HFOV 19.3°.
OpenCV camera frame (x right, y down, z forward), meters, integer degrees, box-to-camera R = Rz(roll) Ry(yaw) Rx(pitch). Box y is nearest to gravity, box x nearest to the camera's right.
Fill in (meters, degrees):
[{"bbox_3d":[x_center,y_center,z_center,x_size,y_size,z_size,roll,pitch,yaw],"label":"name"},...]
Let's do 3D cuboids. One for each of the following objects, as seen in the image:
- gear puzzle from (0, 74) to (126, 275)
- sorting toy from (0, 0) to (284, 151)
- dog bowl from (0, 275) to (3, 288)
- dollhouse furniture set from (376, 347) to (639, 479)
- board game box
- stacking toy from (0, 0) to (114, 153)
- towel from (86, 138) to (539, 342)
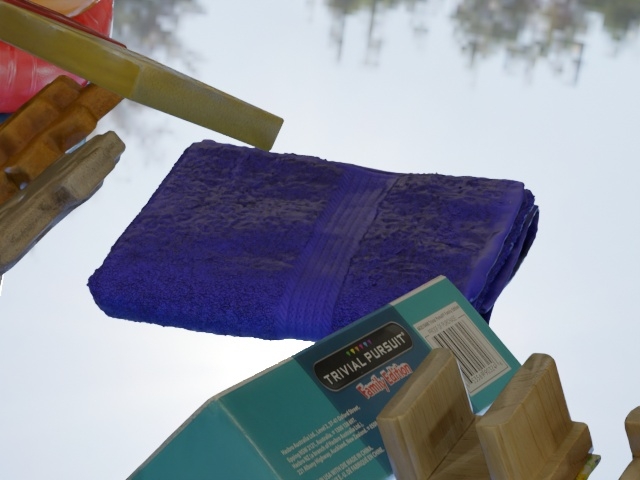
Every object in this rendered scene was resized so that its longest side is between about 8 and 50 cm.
[{"bbox_3d":[-0.149,0.018,0.592,0.044,0.175,0.339,51,-141,-10],"label":"gear puzzle"},{"bbox_3d":[-0.128,-0.089,0.351,0.275,0.046,0.132,21,-175,-30],"label":"sorting toy"},{"bbox_3d":[-0.282,-0.028,1.077,0.102,0.348,0.349,1,-158,14],"label":"dog bowl"},{"bbox_3d":[0.143,0.111,0.605,0.212,0.161,0.242,1,-148,35],"label":"dollhouse furniture set"},{"bbox_3d":[-0.071,0.173,0.996,0.079,0.336,0.254,51,-152,9],"label":"board game box"},{"bbox_3d":[-0.114,-0.186,0.769,0.175,0.302,0.165,22,-142,-24],"label":"stacking toy"},{"bbox_3d":[0.000,0.000,1.453,0.308,0.076,0.227,6,-151,17],"label":"towel"}]
